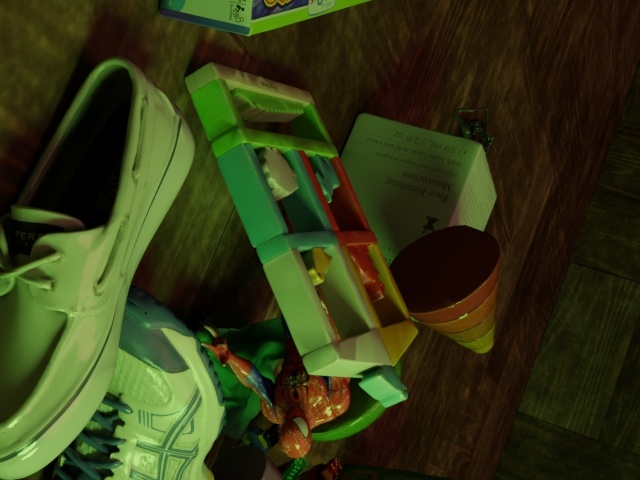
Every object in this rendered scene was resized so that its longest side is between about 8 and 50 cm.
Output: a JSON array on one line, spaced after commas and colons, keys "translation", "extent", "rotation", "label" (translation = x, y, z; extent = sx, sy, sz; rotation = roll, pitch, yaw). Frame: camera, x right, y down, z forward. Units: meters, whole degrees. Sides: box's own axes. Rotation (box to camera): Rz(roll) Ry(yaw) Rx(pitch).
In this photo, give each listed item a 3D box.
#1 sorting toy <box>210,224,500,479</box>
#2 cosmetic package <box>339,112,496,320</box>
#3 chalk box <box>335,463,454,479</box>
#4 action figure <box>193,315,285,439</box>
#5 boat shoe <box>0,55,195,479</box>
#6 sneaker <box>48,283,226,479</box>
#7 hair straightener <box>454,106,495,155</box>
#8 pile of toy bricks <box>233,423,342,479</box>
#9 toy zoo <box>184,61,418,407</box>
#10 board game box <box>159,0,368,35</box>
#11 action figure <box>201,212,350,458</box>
[{"translation": [0.057, 0.150, 0.926], "extent": [0.365, 0.127, 0.126], "rotation": [-44, 125, -16], "label": "sorting toy"}, {"translation": [0.094, -0.019, 1.098], "extent": [0.183, 0.151, 0.151], "rotation": [-68, 157, -14], "label": "cosmetic package"}, {"translation": [0.094, 0.444, 1.381], "extent": [0.289, 0.179, 0.180], "rotation": [-35, 122, -58], "label": "chalk box"}, {"translation": [-0.095, 0.117, 0.868], "extent": [0.137, 0.063, 0.232], "rotation": [-69, 162, -3], "label": "action figure"}, {"translation": [-0.158, 0.009, 0.593], "extent": [0.267, 0.096, 0.088], "rotation": [-65, 154, -19], "label": "boat shoe"}, {"translation": [-0.147, 0.169, 0.723], "extent": [0.131, 0.112, 0.296], "rotation": [-43, 141, -41], "label": "sneaker"}, {"translation": [0.238, -0.142, 1.515], "extent": [0.089, 0.047, 0.230], "rotation": [-63, 152, -23], "label": "hair straightener"}, {"translation": [-0.068, 0.259, 1.011], "extent": [0.118, 0.105, 0.212], "rotation": [62, 24, -2], "label": "pile of toy bricks"}, {"translation": [0.000, 0.000, 0.800], "extent": [0.293, 0.030, 0.192], "rotation": [66, 22, 8], "label": "toy zoo"}, {"translation": [0.008, -0.309, 0.766], "extent": [0.347, 0.078, 0.233], "rotation": [-37, 139, -56], "label": "board game box"}, {"translation": [-0.024, 0.053, 0.858], "extent": [0.280, 0.091, 0.139], "rotation": [-86, 155, -44], "label": "action figure"}]
